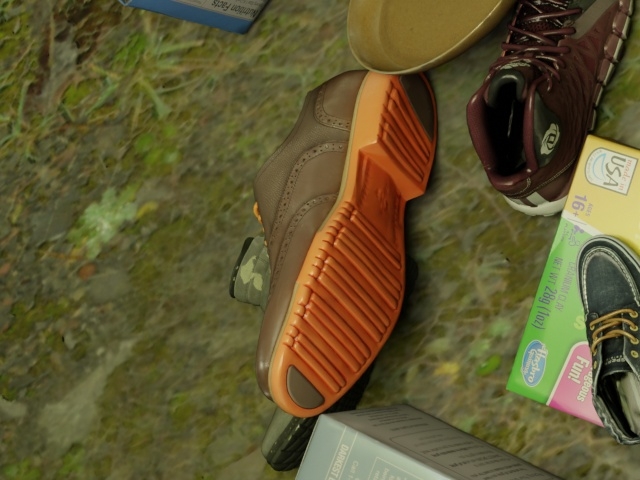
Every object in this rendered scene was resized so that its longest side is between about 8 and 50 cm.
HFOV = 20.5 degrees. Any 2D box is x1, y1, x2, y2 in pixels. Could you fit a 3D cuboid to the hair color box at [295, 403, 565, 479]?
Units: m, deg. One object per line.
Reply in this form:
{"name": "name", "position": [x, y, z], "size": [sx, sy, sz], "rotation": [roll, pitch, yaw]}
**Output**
{"name": "hair color box", "position": [0.175, 0.268, 1.520], "size": [0.374, 0.185, 0.113], "rotation": [24, 99, 25]}

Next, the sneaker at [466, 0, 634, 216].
{"name": "sneaker", "position": [0.195, -0.165, 1.530], "size": [0.106, 0.162, 0.281], "rotation": [6, 88, 25]}

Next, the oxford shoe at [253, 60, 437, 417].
{"name": "oxford shoe", "position": [0.000, 0.000, 1.593], "size": [0.133, 0.130, 0.364], "rotation": [-4, 50, 33]}

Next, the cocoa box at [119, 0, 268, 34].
{"name": "cocoa box", "position": [-0.177, -0.393, 1.684], "size": [0.347, 0.231, 0.228], "rotation": [43, 107, 21]}

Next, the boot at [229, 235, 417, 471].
{"name": "boot", "position": [-0.025, 0.082, 1.692], "size": [0.161, 0.083, 0.246], "rotation": [30, 94, 28]}

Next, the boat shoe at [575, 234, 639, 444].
{"name": "boat shoe", "position": [0.250, 0.081, 1.472], "size": [0.065, 0.083, 0.183], "rotation": [-22, 79, 24]}

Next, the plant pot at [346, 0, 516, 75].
{"name": "plant pot", "position": [0.119, -0.244, 1.589], "size": [0.236, 0.032, 0.236], "rotation": [-33, 39, 32]}

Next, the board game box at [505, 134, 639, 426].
{"name": "board game box", "position": [0.344, 0.069, 1.510], "size": [0.316, 0.064, 0.242], "rotation": [20, 97, 25]}
